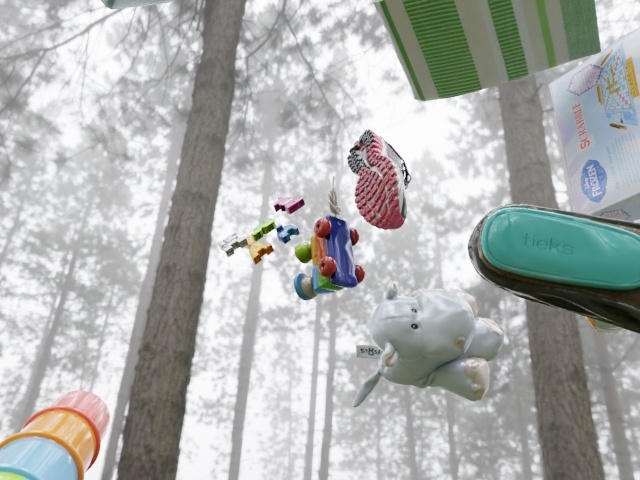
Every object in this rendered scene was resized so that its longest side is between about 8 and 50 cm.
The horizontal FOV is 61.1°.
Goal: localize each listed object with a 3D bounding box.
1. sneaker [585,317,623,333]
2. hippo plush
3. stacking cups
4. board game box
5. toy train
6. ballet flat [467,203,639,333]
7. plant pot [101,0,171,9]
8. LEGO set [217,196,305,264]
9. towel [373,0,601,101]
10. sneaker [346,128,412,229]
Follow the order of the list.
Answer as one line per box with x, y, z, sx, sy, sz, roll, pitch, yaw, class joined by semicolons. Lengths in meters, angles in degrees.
0.492;0.052;0.794;0.263;0.099;0.121;-18;-20;-25;sneaker
0.176;0.152;0.990;0.294;0.234;0.236;-7;-37;18;hippo plush
-0.240;0.195;0.416;0.096;0.096;0.316;9;4;-11;stacking cups
0.527;-0.207;0.825;0.066;0.318;0.318;28;-38;-28;board game box
0.000;0.000;1.165;0.105;0.248;0.143;17;-35;-40;toy train
0.257;0.032;0.419;0.281;0.095;0.096;17;-15;20;ballet flat
-0.203;-0.397;0.625;0.165;0.166;0.234;51;-47;3;plant pot
-0.140;-0.016;1.264;0.093;0.227;0.087;22;-41;47;LEGO set
0.282;-0.369;0.918;0.325;0.038;0.248;-14;-44;24;towel
0.142;-0.129;1.139;0.112;0.299;0.121;26;-56;-23;sneaker
